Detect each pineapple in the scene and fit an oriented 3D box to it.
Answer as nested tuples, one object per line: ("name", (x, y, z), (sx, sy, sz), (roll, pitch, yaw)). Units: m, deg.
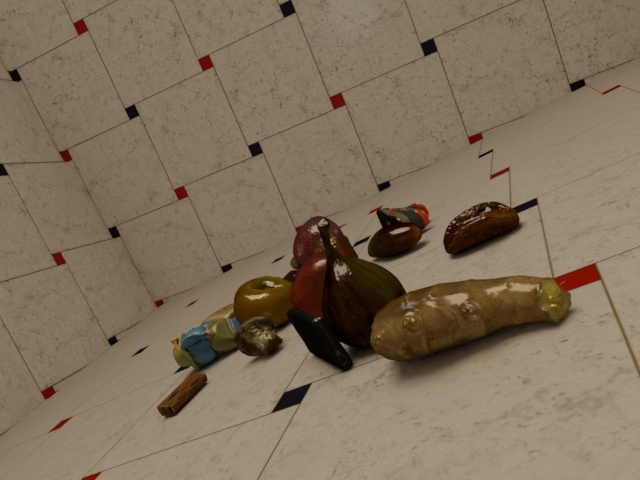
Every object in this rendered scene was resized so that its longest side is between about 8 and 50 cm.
("pineapple", (0.009, 0.101, 2.186), (0.279, 0.158, 0.158), (-40, 4, 22))

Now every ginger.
("ginger", (0.283, 0.158, 1.100), (0.376, 0.165, 0.236), (-3, -20, 17))

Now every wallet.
("wallet", (-0.007, 0.233, 1.366), (0.044, 0.149, 0.250), (-35, 8, -16))

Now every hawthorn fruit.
("hawthorn fruit", (0.005, 0.145, 1.698), (0.262, 0.210, 0.210), (-34, 4, 40))

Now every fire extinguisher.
("fire extinguisher", (-0.160, 0.205, 2.284), (0.089, 0.072, 0.267), (-16, 14, 25))

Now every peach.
("peach", (-0.185, 0.216, 1.970), (0.251, 0.153, 0.251), (0, 22, 0))

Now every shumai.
("shumai", (-0.180, 0.305, 1.695), (0.146, 0.145, 0.116), (-32, 46, -14))

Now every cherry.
("cherry", (0.000, 0.000, 2.496), (0.285, 0.212, 0.236), (-37, 3, -2))

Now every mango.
("mango", (0.252, 0.001, 2.000), (0.133, 0.111, 0.268), (-49, 13, -33))

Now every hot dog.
("hot dog", (0.453, -0.039, 1.616), (0.227, 0.099, 0.160), (-30, 7, 13))

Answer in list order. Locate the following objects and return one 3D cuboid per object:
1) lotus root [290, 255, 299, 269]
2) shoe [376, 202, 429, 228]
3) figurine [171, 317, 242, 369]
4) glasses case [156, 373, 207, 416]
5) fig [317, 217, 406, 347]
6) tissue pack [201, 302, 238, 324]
("lotus root", (-0.079, 0.093, 2.654), (0.090, 0.077, 0.183), (-35, 9, -29))
("shoe", (0.339, -0.091, 2.219), (0.171, 0.132, 0.336), (-26, 10, -7))
("figurine", (-0.390, 0.364, 1.976), (0.262, 0.153, 0.180), (-15, -7, -22))
("glasses case", (-0.415, 0.469, 1.703), (0.065, 0.041, 0.170), (-11, 16, 29))
("fig", (0.074, 0.091, 1.346), (0.217, 0.320, 0.217), (-25, 5, 2))
("tissue pack", (-0.351, 0.310, 2.252), (0.186, 0.090, 0.222), (-34, 11, -40))
